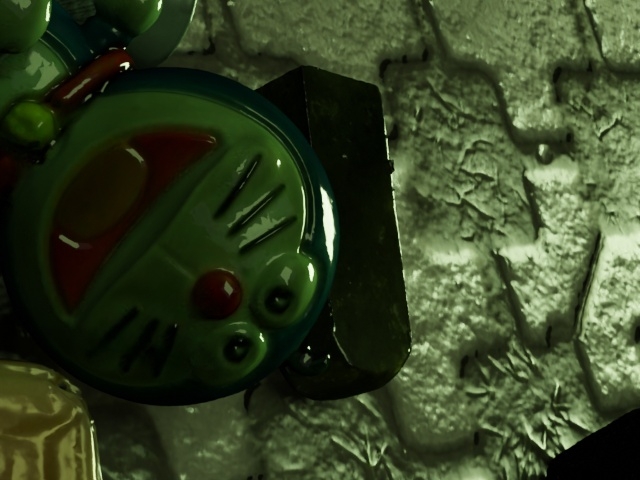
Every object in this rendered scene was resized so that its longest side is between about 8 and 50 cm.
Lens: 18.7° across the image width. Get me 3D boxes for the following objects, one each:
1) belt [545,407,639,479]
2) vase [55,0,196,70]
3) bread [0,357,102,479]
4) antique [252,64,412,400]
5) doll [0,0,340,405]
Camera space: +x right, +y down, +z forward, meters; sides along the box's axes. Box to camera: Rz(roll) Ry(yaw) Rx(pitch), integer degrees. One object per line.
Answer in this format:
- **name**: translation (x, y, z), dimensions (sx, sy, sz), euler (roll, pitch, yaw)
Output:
- **belt**: translation (0.317, 0.212, 1.493), dimensions (0.289, 0.164, 0.184), euler (9, 57, -44)
- **vase**: translation (-0.189, -0.179, 1.210), dimensions (0.219, 0.096, 0.096), euler (15, 61, -38)
- **bread**: translation (-0.188, 0.185, 1.020), dimensions (0.136, 0.107, 0.241), euler (9, 64, -41)
- **antique**: translation (0.000, 0.000, 1.329), dimensions (0.081, 0.080, 0.221), euler (12, 64, -42)
- **doll**: translation (-0.116, -0.031, 1.141), dimensions (0.322, 0.198, 0.186), euler (47, 3, -5)
